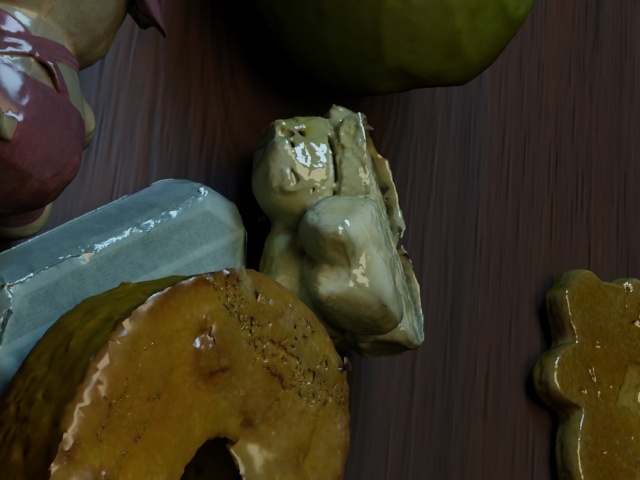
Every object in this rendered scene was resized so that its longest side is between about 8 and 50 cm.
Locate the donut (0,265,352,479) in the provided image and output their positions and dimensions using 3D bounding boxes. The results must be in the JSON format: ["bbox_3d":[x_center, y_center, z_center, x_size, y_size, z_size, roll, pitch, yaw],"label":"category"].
[{"bbox_3d":[-0.095,0.150,0.942,0.277,0.108,0.278,-5,97,-50],"label":"donut"}]

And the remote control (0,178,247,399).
[{"bbox_3d":[-0.136,0.035,1.007,0.247,0.052,0.104,-30,116,-44],"label":"remote control"}]

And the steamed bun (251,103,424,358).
[{"bbox_3d":[0.000,0.000,1.099,0.192,0.106,0.177,23,53,-78],"label":"steamed bun"}]

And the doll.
[{"bbox_3d":[-0.189,-0.139,0.959,0.196,0.152,0.256,47,59,-64],"label":"doll"}]

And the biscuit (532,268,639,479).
[{"bbox_3d":[0.251,0.149,1.350,0.184,0.035,0.249,7,72,-41],"label":"biscuit"}]

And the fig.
[{"bbox_3d":[0.053,-0.240,1.143,0.271,0.239,0.239,82,25,-53],"label":"fig"}]
